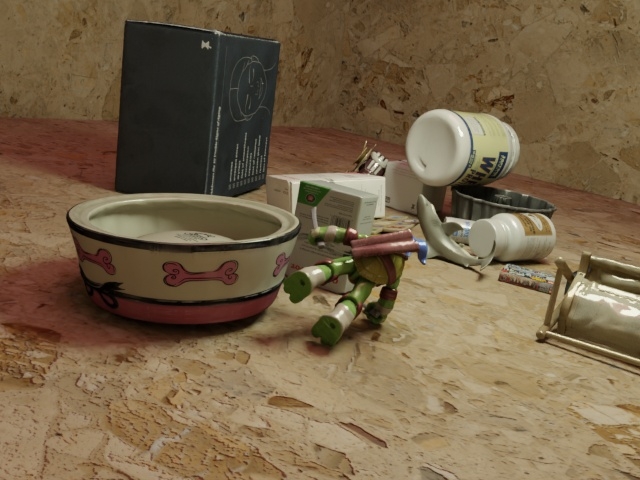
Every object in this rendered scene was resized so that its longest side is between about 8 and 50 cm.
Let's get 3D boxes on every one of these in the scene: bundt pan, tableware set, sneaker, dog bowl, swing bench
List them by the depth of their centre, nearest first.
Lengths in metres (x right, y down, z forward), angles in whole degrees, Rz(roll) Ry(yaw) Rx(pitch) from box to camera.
[{"bbox_3d":[-0.243,0.024,1.341,0.408,0.150,0.408,4,14,-1],"label":"dog bowl"},{"bbox_3d":[0.597,0.136,1.467,0.253,0.165,0.255,17,11,31],"label":"swing bench"},{"bbox_3d":[0.558,-0.079,2.324,0.331,0.124,0.331,8,15,-2],"label":"bundt pan"},{"bbox_3d":[0.106,-0.252,2.549,0.039,0.194,0.128,40,35,-3],"label":"tableware set"},{"bbox_3d":[0.143,-0.198,2.582,0.106,0.162,0.281,39,-15,7],"label":"sneaker"}]

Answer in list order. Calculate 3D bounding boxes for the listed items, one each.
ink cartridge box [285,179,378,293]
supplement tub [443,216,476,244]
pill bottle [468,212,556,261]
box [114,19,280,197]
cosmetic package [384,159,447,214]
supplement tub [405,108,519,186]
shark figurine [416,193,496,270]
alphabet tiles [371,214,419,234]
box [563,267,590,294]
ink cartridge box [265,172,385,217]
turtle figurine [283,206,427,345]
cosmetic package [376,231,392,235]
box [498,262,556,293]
[{"bbox_3d":[0.021,-0.010,1.567,0.153,0.208,0.087,18,14,27],"label":"ink cartridge box"},{"bbox_3d":[0.406,-0.026,2.133,0.107,0.071,0.071,8,15,-1],"label":"supplement tub"},{"bbox_3d":[0.515,-0.009,2.012,0.229,0.131,0.131,-2,18,-35],"label":"pill bottle"},{"bbox_3d":[-0.351,-0.382,2.213,0.297,0.479,0.472,11,14,13],"label":"box"},{"bbox_3d":[0.319,-0.182,2.508,0.151,0.151,0.184,19,17,32],"label":"cosmetic package"},{"bbox_3d":[0.451,-0.287,2.342,0.325,0.235,0.235,-4,20,-42],"label":"supplement tub"},{"bbox_3d":[0.320,0.025,1.898,0.116,0.166,0.278,-28,51,-26],"label":"shark figurine"},{"bbox_3d":[0.087,-0.048,2.012,0.343,0.011,0.285,3,11,24],"label":"alphabet tiles"},{"bbox_3d":[0.724,0.126,1.771,0.233,0.059,0.183,20,19,34],"label":"box"},{"bbox_3d":[0.011,-0.124,2.074,0.283,0.117,0.207,-4,11,-22],"label":"ink cartridge box"},{"bbox_3d":[0.039,0.076,1.357,0.275,0.197,0.266,7,26,36],"label":"turtle figurine"},{"bbox_3d":[0.174,-0.002,1.953,0.060,0.041,0.115,-7,21,-42],"label":"cosmetic package"},{"bbox_3d":[0.514,0.094,1.827,0.137,0.027,0.094,15,17,21],"label":"box"}]
